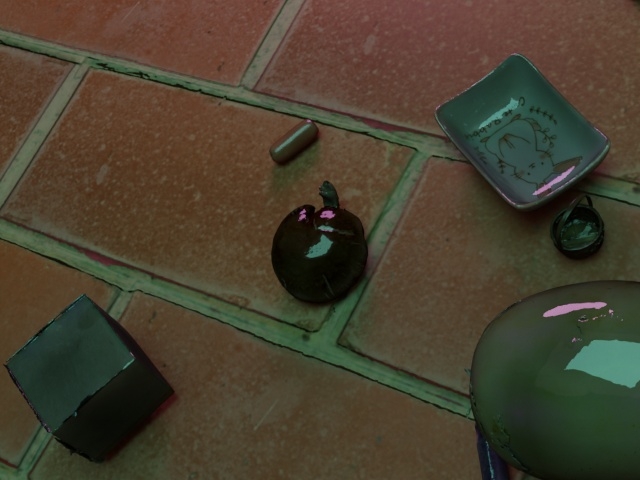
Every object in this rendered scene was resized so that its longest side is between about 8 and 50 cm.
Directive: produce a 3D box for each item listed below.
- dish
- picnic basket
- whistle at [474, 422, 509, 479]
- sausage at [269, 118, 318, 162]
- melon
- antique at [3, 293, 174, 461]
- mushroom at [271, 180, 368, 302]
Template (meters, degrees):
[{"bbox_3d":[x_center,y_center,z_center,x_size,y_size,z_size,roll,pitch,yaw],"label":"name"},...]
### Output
[{"bbox_3d":[0.267,-0.130,1.398,0.151,0.077,0.212,-35,55,-1],"label":"dish"},{"bbox_3d":[0.316,-0.019,1.310,0.072,0.083,0.072,-10,58,17],"label":"picnic basket"},{"bbox_3d":[0.204,0.289,1.217,0.033,0.033,0.176,-14,58,15],"label":"whistle"},{"bbox_3d":[-0.039,-0.146,1.561,0.083,0.034,0.034,-39,55,0],"label":"sausage"},{"bbox_3d":[0.310,0.154,1.132,0.317,0.223,0.223,-4,61,19],"label":"melon"},{"bbox_3d":[-0.306,0.189,1.416,0.152,0.148,0.147,-42,56,-4],"label":"antique"},{"bbox_3d":[0.000,-0.001,1.437,0.135,0.080,0.171,1,66,12],"label":"mushroom"}]
